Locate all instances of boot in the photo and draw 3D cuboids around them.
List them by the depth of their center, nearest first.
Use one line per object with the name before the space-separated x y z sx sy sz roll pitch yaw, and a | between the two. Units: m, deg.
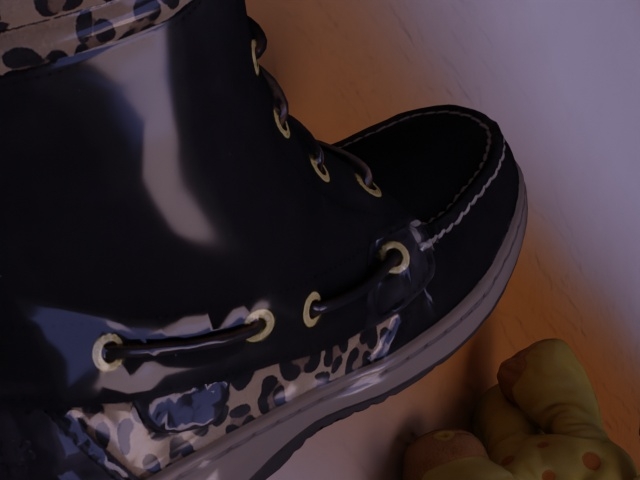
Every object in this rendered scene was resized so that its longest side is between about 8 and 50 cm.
boot | -0.039 -0.057 0.734 0.377 0.138 0.284 -33 126 -38

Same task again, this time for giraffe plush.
giraffe plush | 0.130 0.186 1.165 0.170 0.210 0.181 -10 113 -27
